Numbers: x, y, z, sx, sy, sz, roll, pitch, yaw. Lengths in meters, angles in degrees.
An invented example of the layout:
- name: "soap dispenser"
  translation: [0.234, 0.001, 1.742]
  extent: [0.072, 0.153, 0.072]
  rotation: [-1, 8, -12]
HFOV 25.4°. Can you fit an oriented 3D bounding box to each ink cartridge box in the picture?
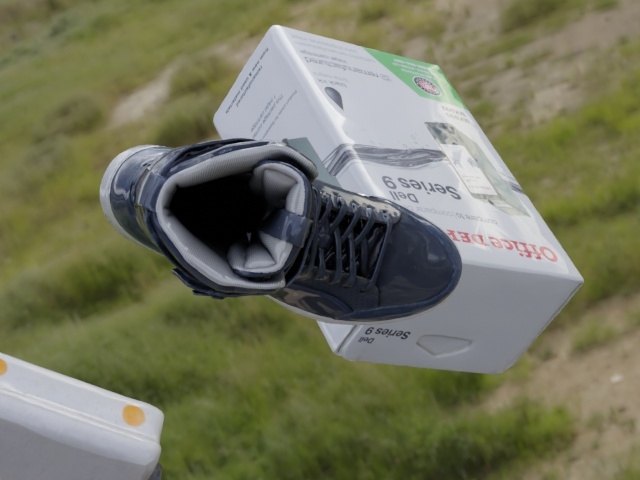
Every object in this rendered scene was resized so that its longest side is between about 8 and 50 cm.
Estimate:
- name: "ink cartridge box"
  translation: [0.064, -0.035, 1.228]
  extent: [0.121, 0.211, 0.289]
  rotation: [-54, 47, 30]

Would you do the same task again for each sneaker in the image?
- name: "sneaker"
  translation: [-0.001, 0.002, 0.789]
  extent: [0.226, 0.086, 0.163]
  rotation: [14, -3, -18]

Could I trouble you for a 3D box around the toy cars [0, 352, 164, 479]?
- name: "toy cars"
  translation: [-0.096, 0.164, 0.655]
  extent: [0.176, 0.394, 0.087]
  rotation: [-7, 45, 17]
